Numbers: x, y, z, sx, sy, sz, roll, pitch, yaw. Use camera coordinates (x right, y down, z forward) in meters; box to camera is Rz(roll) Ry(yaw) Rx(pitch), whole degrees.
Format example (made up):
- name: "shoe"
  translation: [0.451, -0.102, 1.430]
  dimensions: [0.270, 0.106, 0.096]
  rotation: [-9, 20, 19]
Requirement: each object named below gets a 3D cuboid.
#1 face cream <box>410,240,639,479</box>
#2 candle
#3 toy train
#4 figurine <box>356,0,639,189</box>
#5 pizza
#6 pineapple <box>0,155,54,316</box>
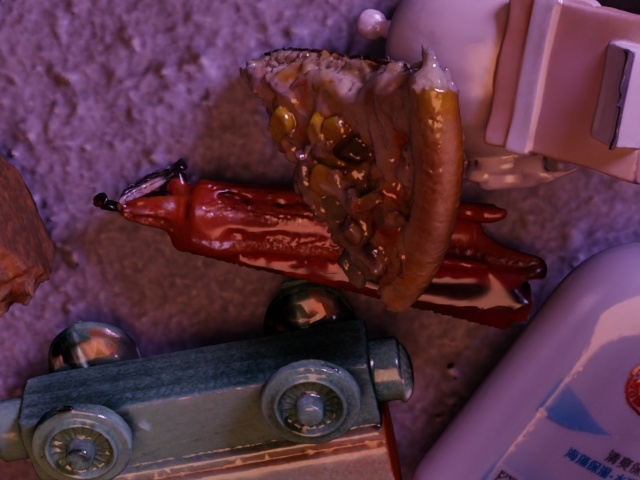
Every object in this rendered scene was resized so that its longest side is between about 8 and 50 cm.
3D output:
- name: "face cream"
  translation: [0.211, 0.086, 1.136]
  dimensions: [0.163, 0.080, 0.336]
  rotation: [30, 110, -19]
- name: "candle"
  translation: [0.000, 0.000, 1.120]
  dimensions: [0.302, 0.059, 0.084]
  rotation: [8, 102, -2]
- name: "toy train"
  translation: [-0.072, 0.136, 1.157]
  dimensions: [0.285, 0.116, 0.177]
  rotation: [-11, 124, 4]
- name: "figurine"
  translation: [0.131, -0.106, 1.020]
  dimensions: [0.237, 0.141, 0.162]
  rotation: [16, 108, 40]
- name: "pizza"
  translation: [0.010, -0.062, 1.038]
  dimensions: [0.052, 0.195, 0.185]
  rotation: [-21, 136, -33]
- name: "pineapple"
  translation: [-0.311, 0.047, 1.110]
  dimensions: [0.277, 0.119, 0.130]
  rotation: [-24, 103, 11]
